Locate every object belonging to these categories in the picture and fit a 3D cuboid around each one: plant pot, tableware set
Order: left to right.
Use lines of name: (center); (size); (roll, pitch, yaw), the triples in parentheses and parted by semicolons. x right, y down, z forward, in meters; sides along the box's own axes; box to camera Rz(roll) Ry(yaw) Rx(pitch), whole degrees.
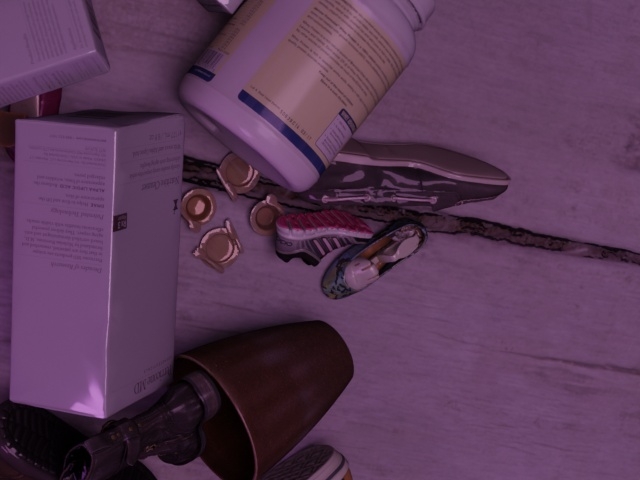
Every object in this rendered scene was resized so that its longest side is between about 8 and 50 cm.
tableware set: (-0.131, -0.043, 2.028); (0.169, 0.020, 0.141); (-39, 113, -11)
plant pot: (-0.070, 0.214, 2.021); (0.230, 0.215, 0.215); (-28, 111, -30)

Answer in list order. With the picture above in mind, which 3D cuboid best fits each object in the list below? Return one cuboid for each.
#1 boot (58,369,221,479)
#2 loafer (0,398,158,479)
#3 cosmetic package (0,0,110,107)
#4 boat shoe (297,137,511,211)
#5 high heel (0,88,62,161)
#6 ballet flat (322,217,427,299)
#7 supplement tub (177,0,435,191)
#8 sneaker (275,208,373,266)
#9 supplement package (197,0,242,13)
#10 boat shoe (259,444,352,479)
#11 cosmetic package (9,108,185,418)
boot: (-0.265, 0.286, 1.913); (0.229, 0.263, 0.091); (-29, 70, -30)
loafer: (-0.358, 0.355, 1.978); (0.130, 0.134, 0.366); (-28, 122, 30)
cosmetic package: (-0.402, -0.246, 1.784); (0.231, 0.085, 0.117); (-17, 76, 1)
boat shoe: (0.122, -0.090, 2.085); (0.335, 0.112, 0.095); (7, 116, -18)
high heel: (-0.377, -0.219, 1.881); (0.082, 0.117, 0.244); (6, 77, 11)
ballet flat: (0.086, 0.028, 2.109); (0.188, 0.070, 0.070); (-38, 112, -11)
supplement tub: (-0.016, -0.257, 1.914); (0.235, 0.235, 0.325); (41, 84, -24)
sneaker: (0.000, 0.000, 2.071); (0.170, 0.063, 0.074); (-3, 125, -35)
supplement package: (-0.170, -0.408, 1.889); (0.179, 0.105, 0.105); (40, 84, -25)
boat shoe: (-0.137, 0.507, 2.054); (0.500, 0.187, 0.156); (-35, 106, -18)
cosmetic package: (-0.298, 0.023, 1.847); (0.156, 0.217, 0.385); (5, 102, 19)
